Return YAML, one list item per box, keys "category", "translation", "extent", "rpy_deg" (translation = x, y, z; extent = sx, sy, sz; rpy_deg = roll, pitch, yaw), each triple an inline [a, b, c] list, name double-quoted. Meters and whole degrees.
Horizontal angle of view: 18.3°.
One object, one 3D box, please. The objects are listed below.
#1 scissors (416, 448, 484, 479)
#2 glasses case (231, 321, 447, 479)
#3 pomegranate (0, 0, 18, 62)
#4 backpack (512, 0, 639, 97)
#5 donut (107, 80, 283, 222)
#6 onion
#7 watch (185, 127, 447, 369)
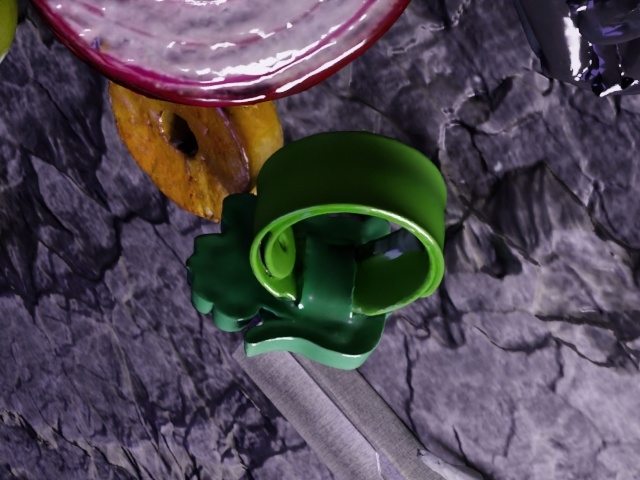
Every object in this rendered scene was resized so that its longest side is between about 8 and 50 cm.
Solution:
- category: "scissors"
  translation: [0.158, 0.214, 1.486]
  extent: [0.212, 0.021, 0.110]
  rpy_deg: [35, 145, 23]
- category: "glasses case"
  translation: [0.018, 0.144, 1.566]
  extent: [0.205, 0.047, 0.071]
  rpy_deg: [49, 145, 6]
- category: "pomegranate"
  translation: [-0.299, -0.200, 1.549]
  extent: [0.205, 0.159, 0.159]
  rpy_deg: [-43, 85, 27]
- category: "backpack"
  translation: [0.190, -0.167, 1.030]
  extent: [0.258, 0.133, 0.206]
  rpy_deg: [-2, 122, 42]
- category: "donut"
  translation: [-0.089, -0.087, 1.475]
  extent: [0.152, 0.058, 0.152]
  rpy_deg: [31, 140, 30]
- category: "onion"
  translation: [-0.073, -0.257, 1.132]
  extent: [0.336, 0.282, 0.260]
  rpy_deg: [62, -176, -26]
- category: "watch"
  translation: [0.000, 0.000, 1.352]
  extent: [0.165, 0.131, 0.152]
  rpy_deg: [14, 143, -8]
